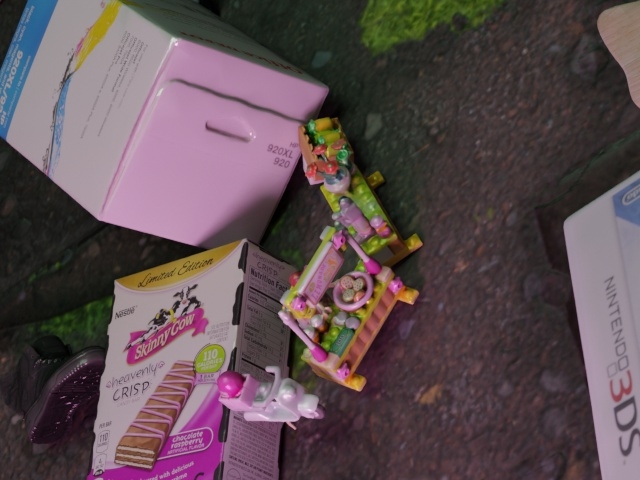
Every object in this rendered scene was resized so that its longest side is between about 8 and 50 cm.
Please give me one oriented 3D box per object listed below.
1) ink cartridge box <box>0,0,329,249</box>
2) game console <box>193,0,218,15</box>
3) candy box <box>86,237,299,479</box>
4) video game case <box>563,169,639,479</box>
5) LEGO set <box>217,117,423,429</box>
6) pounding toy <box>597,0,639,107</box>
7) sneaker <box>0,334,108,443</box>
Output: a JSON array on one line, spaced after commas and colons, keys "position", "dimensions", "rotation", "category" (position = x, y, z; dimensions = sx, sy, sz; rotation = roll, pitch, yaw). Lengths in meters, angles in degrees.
[{"position": [-0.146, -0.116, 1.690], "dimensions": [0.232, 0.171, 0.168], "rotation": [36, 107, 48], "category": "ink cartridge box"}, {"position": [-0.164, -0.206, 1.859], "dimensions": [0.122, 0.107, 0.071], "rotation": [-2, 37, 43], "category": "game console"}, {"position": [-0.106, 0.130, 1.600], "dimensions": [0.159, 0.071, 0.233], "rotation": [-18, 55, 37], "category": "candy box"}, {"position": [0.293, 0.017, 1.169], "dimensions": [0.329, 0.036, 0.300], "rotation": [-35, 37, 29], "category": "video game case"}, {"position": [0.000, 0.000, 1.528], "dimensions": [0.132, 0.107, 0.287], "rotation": [-6, 56, 29], "category": "LEGO set"}, {"position": [0.305, -0.179, 1.324], "dimensions": [0.269, 0.155, 0.154], "rotation": [-19, 57, 33], "category": "pounding toy"}, {"position": [-0.235, 0.115, 1.725], "dimensions": [0.170, 0.051, 0.089], "rotation": [-51, 45, 43], "category": "sneaker"}]
